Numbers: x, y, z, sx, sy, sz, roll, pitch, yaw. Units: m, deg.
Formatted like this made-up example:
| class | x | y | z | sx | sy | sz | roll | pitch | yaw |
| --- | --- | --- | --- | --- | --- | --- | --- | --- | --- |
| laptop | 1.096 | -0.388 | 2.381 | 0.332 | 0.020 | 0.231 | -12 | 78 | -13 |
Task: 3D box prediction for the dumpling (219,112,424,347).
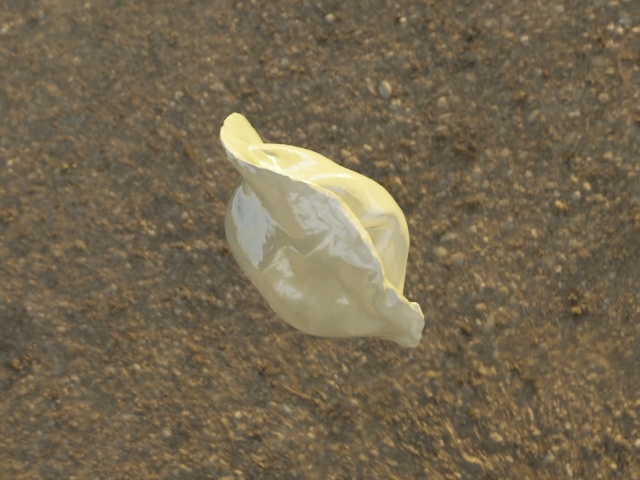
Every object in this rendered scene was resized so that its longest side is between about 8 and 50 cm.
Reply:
| class | x | y | z | sx | sy | sz | roll | pitch | yaw |
| --- | --- | --- | --- | --- | --- | --- | --- | --- | --- |
| dumpling | 0.000 | 0.000 | 0.722 | 0.132 | 0.162 | 0.250 | -40 | 98 | -3 |
